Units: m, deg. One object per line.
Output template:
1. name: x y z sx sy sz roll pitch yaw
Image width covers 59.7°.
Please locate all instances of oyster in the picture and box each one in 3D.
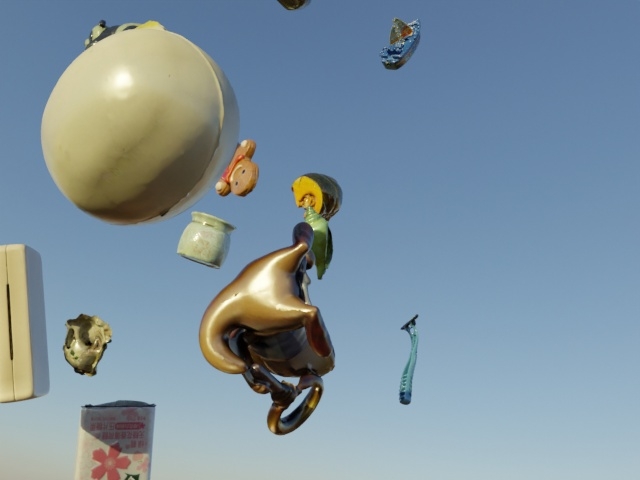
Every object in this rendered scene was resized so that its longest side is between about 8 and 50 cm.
1. oyster: -0.528 0.235 1.245 0.108 0.165 0.053 24 14 -9

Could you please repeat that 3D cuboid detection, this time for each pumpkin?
1. pumpkin: -0.040 -0.139 2.253 0.139 0.190 0.280 -3 -50 -55

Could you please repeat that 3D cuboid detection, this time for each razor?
1. razor: 0.240 0.322 1.502 0.042 0.253 0.082 24 -42 -10

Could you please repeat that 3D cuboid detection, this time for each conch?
1. conch: -0.004 -0.001 1.535 0.080 0.095 0.200 0 -70 37

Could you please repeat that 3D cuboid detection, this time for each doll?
1. doll: -0.063 0.159 0.986 0.209 0.317 0.339 21 -24 13
2. doll: -0.542 -0.527 1.536 0.234 0.135 0.143 5 -23 24

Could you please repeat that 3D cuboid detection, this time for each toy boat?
1. toy boat: 0.228 -0.575 1.567 0.091 0.175 0.110 21 -23 42

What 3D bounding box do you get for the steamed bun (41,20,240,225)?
1. steamed bun: -0.328 -0.201 1.030 0.374 0.333 0.334 -37 -45 15

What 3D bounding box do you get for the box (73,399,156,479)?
1. box: -0.525 0.595 1.409 0.190 0.369 0.112 6 -18 -24

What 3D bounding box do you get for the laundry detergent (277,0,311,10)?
1. laundry detergent: -0.051 -0.710 1.391 0.091 0.253 0.181 -4 -37 42

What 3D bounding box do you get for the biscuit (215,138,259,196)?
1. biscuit: -0.280 -0.241 1.770 0.049 0.324 0.205 23 -70 -40

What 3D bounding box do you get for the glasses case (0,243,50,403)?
1. glasses case: -0.665 0.182 1.235 0.076 0.336 0.144 -6 -11 -14

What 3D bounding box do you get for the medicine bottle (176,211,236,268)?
1. medicine bottle: -0.339 -0.002 1.664 0.147 0.143 0.147 17 -12 4
